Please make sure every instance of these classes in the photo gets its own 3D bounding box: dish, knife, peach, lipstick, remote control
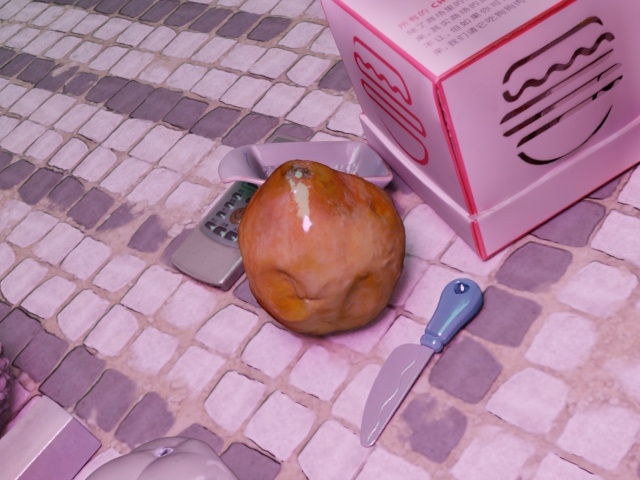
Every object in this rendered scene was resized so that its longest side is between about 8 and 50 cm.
[{"bbox_3d":[-0.027,-0.087,1.185,0.234,0.064,0.154,-2,27,-12],"label":"dish"},{"bbox_3d":[0.112,0.141,1.001,0.058,0.032,0.244,28,69,37],"label":"knife"},{"bbox_3d":[0.000,0.000,1.034,0.214,0.235,0.214,-7,54,9],"label":"peach"},{"bbox_3d":[-0.428,0.359,1.002,0.076,0.080,0.371,21,62,38],"label":"lipstick"},{"bbox_3d":[-0.103,-0.048,1.260,0.123,0.038,0.285,23,62,37],"label":"remote control"}]

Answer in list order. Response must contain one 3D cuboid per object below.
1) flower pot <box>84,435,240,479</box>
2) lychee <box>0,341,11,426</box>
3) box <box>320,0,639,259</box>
[{"bbox_3d":[-0.139,0.312,0.804,0.195,0.246,0.246,-42,46,-14],"label":"flower pot"},{"bbox_3d":[-0.559,0.197,1.082,0.300,0.300,0.300,-13,46,13],"label":"lychee"},{"bbox_3d":[0.225,-0.227,1.089,0.314,0.300,0.312,-32,45,-6],"label":"box"}]
